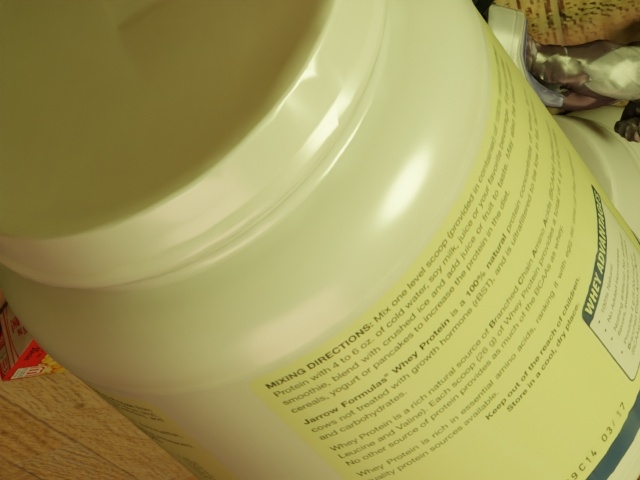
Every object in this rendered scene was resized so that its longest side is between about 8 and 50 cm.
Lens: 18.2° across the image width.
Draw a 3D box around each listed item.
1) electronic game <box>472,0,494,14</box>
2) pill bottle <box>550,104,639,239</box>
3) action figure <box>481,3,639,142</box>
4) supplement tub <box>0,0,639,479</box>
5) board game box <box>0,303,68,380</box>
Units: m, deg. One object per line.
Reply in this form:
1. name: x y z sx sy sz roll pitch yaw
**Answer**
1. electronic game: -0.004 -0.133 1.015 0.229 0.048 0.229 -11 164 -3
2. pill bottle: 0.228 -0.009 1.393 0.161 0.161 0.283 -31 157 36
3. action figure: 0.186 -0.096 1.187 0.285 0.099 0.185 -5 178 -8
4. supplement tub: 0.000 0.000 0.899 0.235 0.235 0.325 -23 138 18
5. board game box: -0.122 0.043 1.424 0.193 0.045 0.147 -7 159 -27
